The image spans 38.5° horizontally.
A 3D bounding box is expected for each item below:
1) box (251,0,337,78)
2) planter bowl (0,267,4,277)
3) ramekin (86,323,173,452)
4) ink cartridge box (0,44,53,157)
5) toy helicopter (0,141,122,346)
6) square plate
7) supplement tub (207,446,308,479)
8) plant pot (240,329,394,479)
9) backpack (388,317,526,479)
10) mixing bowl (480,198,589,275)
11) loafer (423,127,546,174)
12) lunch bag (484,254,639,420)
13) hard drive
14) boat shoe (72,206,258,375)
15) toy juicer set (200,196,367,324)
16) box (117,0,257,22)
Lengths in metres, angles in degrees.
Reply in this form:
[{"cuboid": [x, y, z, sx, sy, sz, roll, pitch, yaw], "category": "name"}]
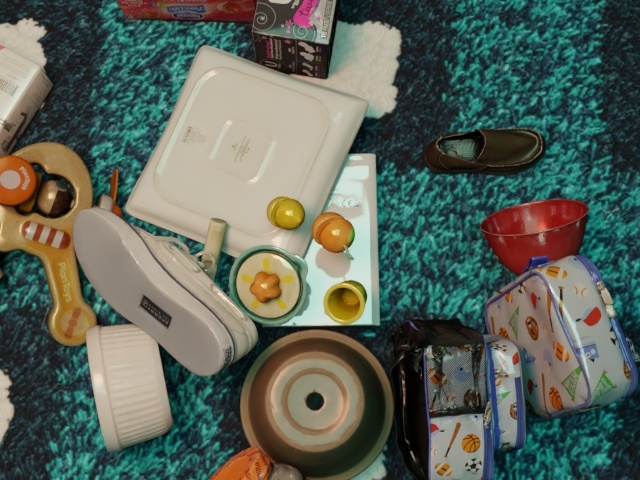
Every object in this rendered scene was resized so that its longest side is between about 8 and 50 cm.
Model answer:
[{"cuboid": [-0.036, -0.443, 1.652, 0.142, 0.163, 0.247, 8, 77, 1], "category": "box"}, {"cuboid": [-0.614, 0.047, 1.568, 0.162, 0.162, 0.109, -39, 107, -7], "category": "planter bowl"}, {"cuboid": [-0.307, 0.232, 1.490, 0.109, 0.207, 0.207, -10, 77, -11], "category": "ramekin"}, {"cuboid": [-0.613, -0.242, 1.654, 0.158, 0.092, 0.218, 28, 78, 7], "category": "ink cartridge box"}, {"cuboid": [-0.439, 0.005, 1.583, 0.235, 0.140, 0.355, -12, 93, -25], "category": "toy helicopter"}, {"cuboid": [-0.137, -0.151, 1.615, 0.344, 0.049, 0.347, 22, 82, 14], "category": "square plate"}, {"cuboid": [-0.044, 0.477, 1.390, 0.193, 0.193, 0.316, -43, 98, -8], "category": "supplement tub"}, {"cuboid": [-0.006, 0.259, 1.462, 0.263, 0.229, 0.263, 0, 76, 1], "category": "plant pot"}, {"cuboid": [0.210, 0.261, 1.457, 0.213, 0.276, 0.263, 3, 90, 3], "category": "backpack"}, {"cuboid": [0.370, 0.003, 1.559, 0.181, 0.181, 0.098, -14, 106, -2], "category": "mixing bowl"}, {"cuboid": [0.296, -0.159, 1.626, 0.220, 0.078, 0.080, -8, 77, -1], "category": "loafer"}, {"cuboid": [0.370, 0.151, 1.439, 0.115, 0.303, 0.243, -15, 77, -14], "category": "lunch bag"}, {"cuboid": [0.000, 0.000, 1.615, 0.203, 0.040, 0.307, -1, 77, 1], "category": "hard drive"}, {"cuboid": [-0.238, 0.062, 1.486, 0.367, 0.156, 0.136, 37, 121, 23], "category": "boat shoe"}, {"cuboid": [-0.090, 0.036, 1.509, 0.329, 0.089, 0.209, -3, 101, 17], "category": "toy juicer set"}, {"cuboid": [-0.241, -0.486, 1.686, 0.257, 0.122, 0.128, 2, 78, 1], "category": "box"}]
